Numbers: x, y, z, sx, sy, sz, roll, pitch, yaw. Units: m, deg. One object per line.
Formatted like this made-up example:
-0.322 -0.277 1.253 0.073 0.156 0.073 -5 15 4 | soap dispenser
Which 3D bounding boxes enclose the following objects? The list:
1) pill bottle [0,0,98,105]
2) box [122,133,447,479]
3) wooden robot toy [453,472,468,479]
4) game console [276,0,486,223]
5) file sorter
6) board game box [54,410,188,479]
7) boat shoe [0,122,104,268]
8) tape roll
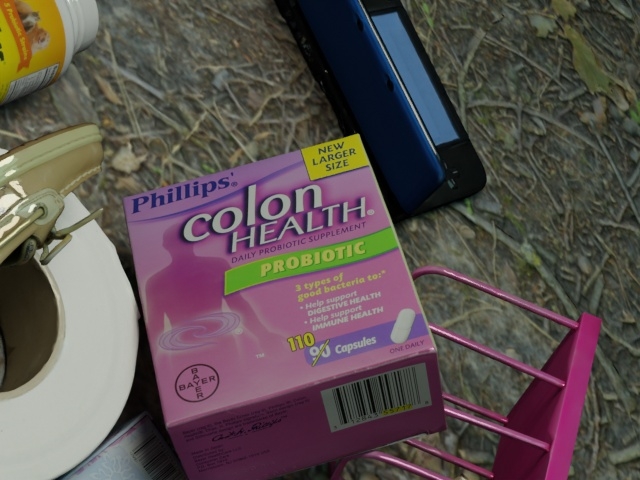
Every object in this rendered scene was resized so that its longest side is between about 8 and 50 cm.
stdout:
-0.290 -0.168 1.179 0.215 0.117 0.117 -33 91 -46 | pill bottle
-0.032 0.058 1.160 0.213 0.117 0.243 -15 49 -2 | box
0.186 0.303 1.387 0.173 0.079 0.076 34 79 9 | wooden robot toy
0.088 -0.185 1.478 0.250 0.173 0.293 -20 82 -45 | game console
0.103 0.198 1.243 0.182 0.202 0.291 22 51 0 | file sorter
-0.157 0.344 1.055 0.318 0.066 0.319 -36 93 -46 | board game box
-0.253 0.011 0.995 0.285 0.104 0.089 -40 100 -35 | boat shoe
-0.282 0.066 1.073 0.286 0.100 0.286 20 55 -32 | tape roll
